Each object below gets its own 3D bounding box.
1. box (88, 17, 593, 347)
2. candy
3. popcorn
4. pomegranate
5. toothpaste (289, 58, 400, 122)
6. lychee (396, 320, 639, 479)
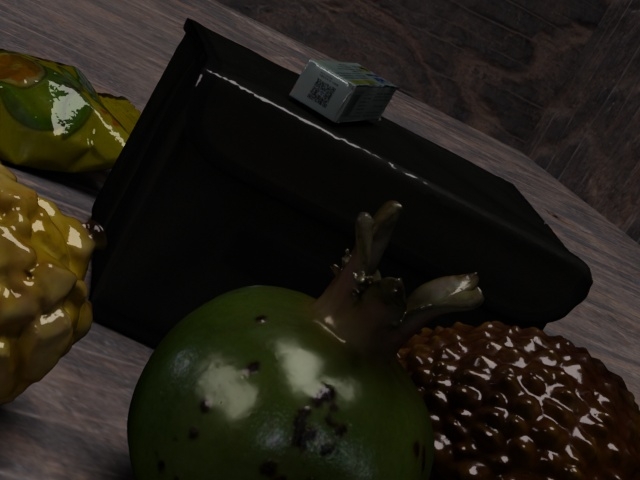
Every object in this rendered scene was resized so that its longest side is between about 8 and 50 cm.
[{"bbox_3d":[0.001,-0.001,1.196,0.345,0.204,0.251,26,13,-16],"label":"box"},{"bbox_3d":[-0.278,-0.124,1.341,0.297,0.081,0.187,8,23,-33],"label":"candy"},{"bbox_3d":[-0.199,0.019,0.821,0.152,0.148,0.167,-14,55,-37],"label":"popcorn"},{"bbox_3d":[-0.003,0.086,0.822,0.181,0.224,0.181,36,15,-11],"label":"pomegranate"},{"bbox_3d":[0.022,-0.117,1.139,0.046,0.034,0.164,32,12,9],"label":"toothpaste"},{"bbox_3d":[0.130,0.150,0.950,0.238,0.200,0.200,34,13,5],"label":"lychee"}]
